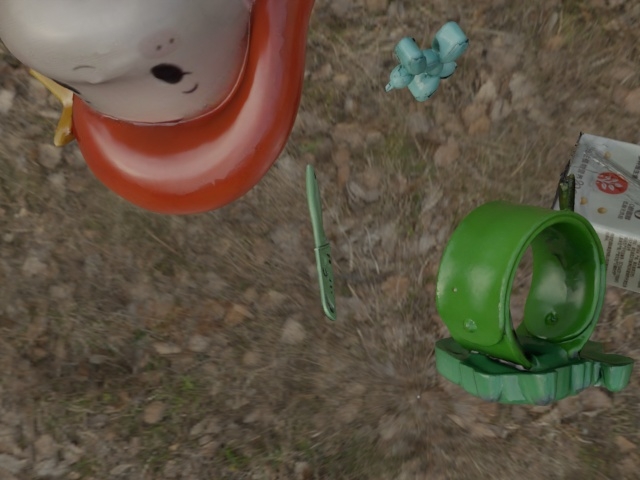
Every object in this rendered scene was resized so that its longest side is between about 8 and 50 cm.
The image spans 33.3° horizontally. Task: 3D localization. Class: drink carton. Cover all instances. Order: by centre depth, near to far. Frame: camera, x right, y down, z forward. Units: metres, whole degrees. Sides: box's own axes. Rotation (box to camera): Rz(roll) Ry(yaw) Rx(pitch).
[{"bbox_3d":[0.512,-0.022,1.585,0.325,0.132,0.194,16,53,19],"label":"drink carton"}]

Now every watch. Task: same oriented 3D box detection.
[{"bbox_3d":[0.165,0.044,0.848,0.165,0.131,0.152,-9,103,-39],"label":"watch"}]

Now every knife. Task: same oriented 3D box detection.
[{"bbox_3d":[0.002,-0.001,1.828,0.020,0.043,0.293,-23,61,30],"label":"knife"}]

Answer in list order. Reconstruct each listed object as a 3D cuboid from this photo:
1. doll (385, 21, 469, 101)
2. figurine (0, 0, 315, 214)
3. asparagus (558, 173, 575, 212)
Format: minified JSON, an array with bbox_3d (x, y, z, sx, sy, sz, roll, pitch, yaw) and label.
[{"bbox_3d":[0.177,-0.290,1.765,0.159,0.158,0.059,-23,70,-30],"label":"doll"},{"bbox_3d":[-0.086,-0.139,0.396,0.181,0.257,0.208,-33,66,9],"label":"figurine"},{"bbox_3d":[0.311,0.017,1.326,0.022,0.023,0.233,-5,126,12],"label":"asparagus"}]
